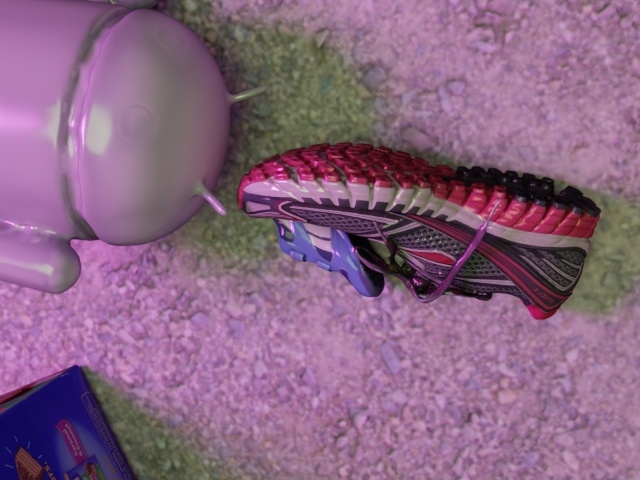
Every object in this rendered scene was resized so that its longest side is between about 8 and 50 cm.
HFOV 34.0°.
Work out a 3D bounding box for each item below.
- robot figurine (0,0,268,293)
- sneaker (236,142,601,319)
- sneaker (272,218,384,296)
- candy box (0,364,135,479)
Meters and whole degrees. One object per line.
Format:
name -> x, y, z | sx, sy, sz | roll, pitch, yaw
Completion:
robot figurine -> -0.229, -0.107, 0.891 | 0.353, 0.200, 0.300 | 11, 78, 11
sneaker -> 0.077, -0.008, 0.866 | 0.299, 0.121, 0.112 | 12, 108, -2
sneaker -> 0.000, 0.000, 0.937 | 0.059, 0.053, 0.144 | -43, 80, 15
candy box -> -0.267, 0.287, 0.909 | 0.122, 0.317, 0.268 | -25, 94, 15
